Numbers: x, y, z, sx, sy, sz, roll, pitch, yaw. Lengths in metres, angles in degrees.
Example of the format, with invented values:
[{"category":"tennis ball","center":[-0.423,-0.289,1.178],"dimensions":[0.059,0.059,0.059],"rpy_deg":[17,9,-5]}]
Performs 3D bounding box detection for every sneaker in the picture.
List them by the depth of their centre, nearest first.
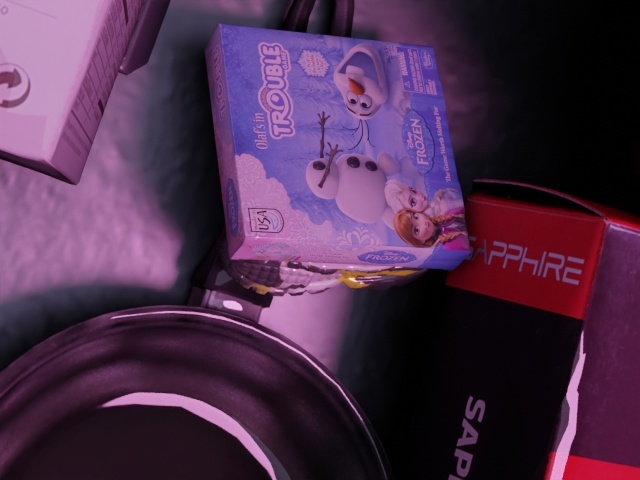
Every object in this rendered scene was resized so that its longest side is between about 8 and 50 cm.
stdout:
[{"category":"sneaker","center":[0.000,0.000,0.601],"dimensions":[0.083,0.031,0.035],"rpy_deg":[2,64,-24]}]

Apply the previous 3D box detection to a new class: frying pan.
[{"category":"frying pan","center":[-0.067,0.059,0.601],"dimensions":[0.197,0.053,0.326],"rpy_deg":[-5,86,-26]}]

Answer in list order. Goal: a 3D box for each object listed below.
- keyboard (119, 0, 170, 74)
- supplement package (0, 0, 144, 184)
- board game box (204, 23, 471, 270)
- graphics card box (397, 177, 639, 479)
[{"category":"keyboard","center":[-0.086,-0.164,0.599],"dimensions":[0.108,0.023,0.180],"rpy_deg":[20,87,-17]},{"category":"supplement package","center":[-0.126,-0.173,0.480],"dimensions":[0.199,0.198,0.262],"rpy_deg":[19,88,-6]},{"category":"board game box","center":[0.006,-0.034,0.589],"dimensions":[0.090,0.020,0.090],"rpy_deg":[2,63,-22]},{"category":"graphics card box","center":[0.125,0.183,0.626],"dimensions":[0.233,0.094,0.371],"rpy_deg":[15,90,-32]}]
